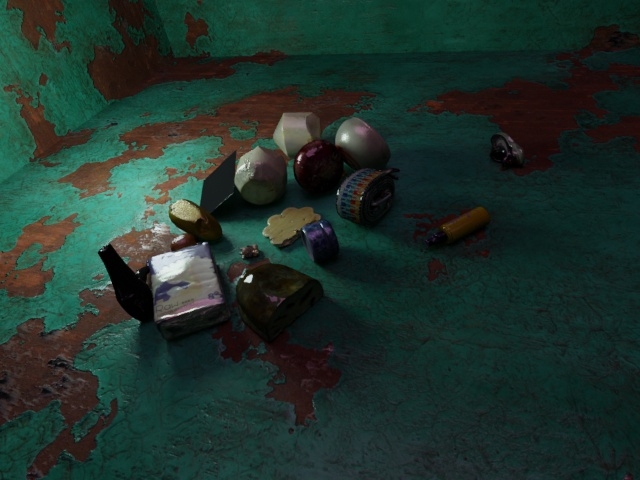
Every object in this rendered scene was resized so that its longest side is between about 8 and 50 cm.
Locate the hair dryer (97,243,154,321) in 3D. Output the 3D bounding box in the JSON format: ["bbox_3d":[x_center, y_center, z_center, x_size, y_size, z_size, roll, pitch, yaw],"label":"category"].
[{"bbox_3d":[-0.702,0.113,1.635,0.120,0.303,0.359,-26,20,-1],"label":"hair dryer"}]

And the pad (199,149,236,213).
[{"bbox_3d":[-0.486,-0.260,2.054,0.248,0.007,0.367,-36,37,21],"label":"pad"}]

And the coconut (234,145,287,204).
[{"bbox_3d":[-0.267,-0.303,1.979,0.245,0.244,0.247,-4,49,7],"label":"coconut"}]

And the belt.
[{"bbox_3d":[0.205,-0.179,1.778,0.161,0.206,0.295,20,35,35],"label":"belt"}]

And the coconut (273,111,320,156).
[{"bbox_3d":[-0.118,-0.533,2.208,0.245,0.239,0.239,-1,43,3],"label":"coconut"}]

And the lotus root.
[{"bbox_3d":[-0.174,0.167,1.519,0.260,0.149,0.267,30,52,35],"label":"lotus root"}]

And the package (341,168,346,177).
[{"bbox_3d":[0.063,-0.344,2.098,0.071,0.047,0.131,-25,42,-20],"label":"package"}]

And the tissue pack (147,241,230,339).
[{"bbox_3d":[-0.483,0.174,1.580,0.243,0.125,0.343,-16,43,-13],"label":"tissue pack"}]

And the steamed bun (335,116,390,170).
[{"bbox_3d":[0.178,-0.420,2.005,0.177,0.283,0.283,-44,47,0],"label":"steamed bun"}]

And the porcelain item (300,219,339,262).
[{"bbox_3d":[0.000,0.000,1.660,0.114,0.147,0.147,-20,43,-10],"label":"porcelain item"}]

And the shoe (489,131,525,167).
[{"bbox_3d":[0.828,-0.410,1.984,0.112,0.099,0.227,-24,44,-4],"label":"shoe"}]

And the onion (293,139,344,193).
[{"bbox_3d":[-0.010,-0.331,1.956,0.247,0.246,0.190,-21,36,-11],"label":"onion"}]

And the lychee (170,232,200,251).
[{"bbox_3d":[-0.549,0.016,1.791,0.140,0.101,0.114,-25,57,-34],"label":"lychee"}]

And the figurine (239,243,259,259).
[{"bbox_3d":[-0.281,0.049,1.747,0.083,0.047,0.050,-21,58,-22],"label":"figurine"}]

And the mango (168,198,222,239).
[{"bbox_3d":[-0.533,-0.082,1.858,0.262,0.167,0.129,28,78,27],"label":"mango"}]

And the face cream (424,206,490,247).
[{"bbox_3d":[0.514,-0.042,1.653,0.274,0.078,0.078,-25,44,-15],"label":"face cream"}]

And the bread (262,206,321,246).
[{"bbox_3d":[-0.127,-0.067,1.841,0.251,0.038,0.182,-32,46,-22],"label":"bread"}]
